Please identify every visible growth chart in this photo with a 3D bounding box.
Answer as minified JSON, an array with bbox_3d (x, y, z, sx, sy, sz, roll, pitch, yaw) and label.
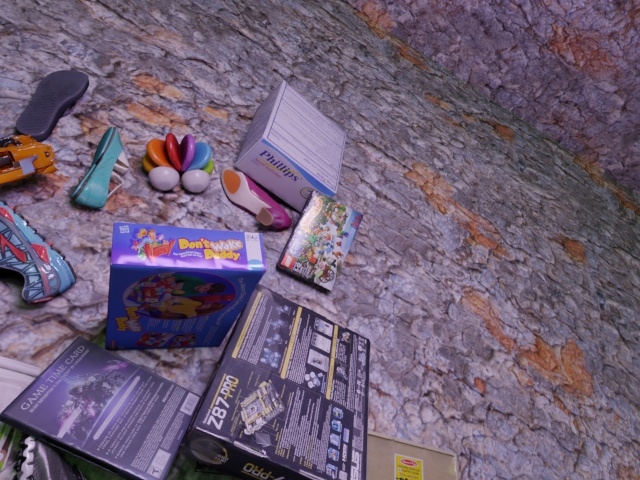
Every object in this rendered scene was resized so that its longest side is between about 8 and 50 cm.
[{"bbox_3d":[-0.530,0.294,0.649,0.021,0.172,0.237,-2,51,16],"label":"growth chart"}]

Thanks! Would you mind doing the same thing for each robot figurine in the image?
[{"bbox_3d":[-0.720,-0.143,0.860,0.211,0.085,0.291,22,40,37],"label":"robot figurine"}]

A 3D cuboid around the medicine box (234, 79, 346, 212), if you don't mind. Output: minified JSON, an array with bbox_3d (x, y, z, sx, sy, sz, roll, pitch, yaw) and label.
[{"bbox_3d":[-0.077,-0.274,1.246,0.263,0.149,0.289,34,46,-27],"label":"medicine box"}]

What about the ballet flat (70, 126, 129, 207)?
[{"bbox_3d":[-0.526,-0.174,1.037,0.087,0.083,0.247,35,43,-35],"label":"ballet flat"}]

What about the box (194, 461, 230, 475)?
[{"bbox_3d":[-0.177,0.382,0.845,0.116,0.029,0.162,17,50,-16],"label":"box"}]

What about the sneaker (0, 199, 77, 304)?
[{"bbox_3d":[-0.617,0.020,0.821,0.262,0.104,0.125,40,50,3],"label":"sneaker"}]

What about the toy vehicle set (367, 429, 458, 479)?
[{"bbox_3d":[0.188,0.533,0.926,0.267,0.035,0.166,21,50,-14],"label":"toy vehicle set"}]

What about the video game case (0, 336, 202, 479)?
[{"bbox_3d":[-0.370,0.300,0.754,0.274,0.026,0.196,29,25,-6],"label":"video game case"}]

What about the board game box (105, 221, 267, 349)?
[{"bbox_3d":[-0.267,0.105,0.784,0.233,0.347,0.078,5,55,-26],"label":"board game box"}]

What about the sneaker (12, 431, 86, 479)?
[{"bbox_3d":[-0.429,0.391,0.676,0.106,0.078,0.234,9,46,-40],"label":"sneaker"}]

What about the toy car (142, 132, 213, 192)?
[{"bbox_3d":[-0.368,-0.221,1.105,0.182,0.136,0.159,1,57,-27],"label":"toy car"}]

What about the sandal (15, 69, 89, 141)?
[{"bbox_3d":[-0.695,-0.352,1.089,0.097,0.054,0.254,21,59,-5],"label":"sandal"}]

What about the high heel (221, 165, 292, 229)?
[{"bbox_3d":[-0.181,-0.122,1.194,0.244,0.082,0.117,40,14,22],"label":"high heel"}]

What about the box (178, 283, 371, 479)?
[{"bbox_3d":[-0.054,0.294,0.853,0.318,0.097,0.395,29,29,-9],"label":"box"}]

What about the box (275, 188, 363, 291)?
[{"bbox_3d":[0.000,0.000,1.140,0.159,0.044,0.233,26,75,-10],"label":"box"}]
